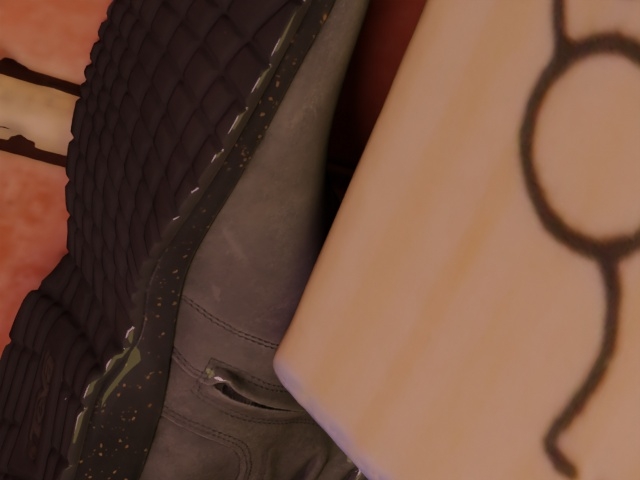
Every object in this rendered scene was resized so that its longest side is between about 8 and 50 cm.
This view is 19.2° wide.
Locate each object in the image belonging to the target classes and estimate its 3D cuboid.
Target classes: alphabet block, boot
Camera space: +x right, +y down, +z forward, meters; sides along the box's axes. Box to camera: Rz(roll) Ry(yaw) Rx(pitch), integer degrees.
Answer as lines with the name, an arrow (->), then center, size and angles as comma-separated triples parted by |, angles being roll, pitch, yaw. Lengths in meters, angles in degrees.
alphabet block -> 0.136, 0.003, 0.520 | 0.193, 0.192, 0.197 | -3, 127, -44
boot -> 0.000, 0.000, 0.601 | 0.161, 0.083, 0.246 | 4, 125, -33
